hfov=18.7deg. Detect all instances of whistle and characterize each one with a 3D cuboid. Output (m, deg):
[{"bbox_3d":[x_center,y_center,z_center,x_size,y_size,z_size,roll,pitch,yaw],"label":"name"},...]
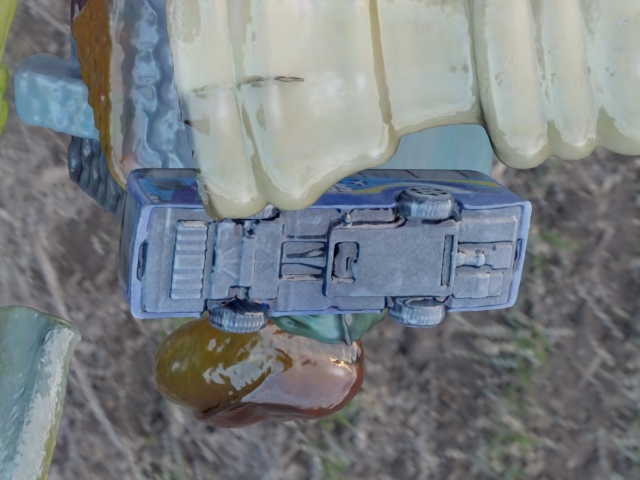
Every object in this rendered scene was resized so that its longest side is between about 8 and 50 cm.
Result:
[{"bbox_3d":[-0.199,0.196,1.113,0.057,0.068,0.326,11,68,-1],"label":"whistle"}]

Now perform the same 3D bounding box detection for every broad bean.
[{"bbox_3d":[-0.064,0.128,1.998,0.156,0.228,0.122,30,60,-50],"label":"broad bean"}]

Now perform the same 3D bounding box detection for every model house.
[{"bbox_3d":[-0.068,-0.161,1.325,0.297,0.339,0.360,-38,138,-54],"label":"model house"}]

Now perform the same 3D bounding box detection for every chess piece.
[{"bbox_3d":[0.091,-0.099,0.900,0.307,0.139,0.124,-6,135,11],"label":"chess piece"}]

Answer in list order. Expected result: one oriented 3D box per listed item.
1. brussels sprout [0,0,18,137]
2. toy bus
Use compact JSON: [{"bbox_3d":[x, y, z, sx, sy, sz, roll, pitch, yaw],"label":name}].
[{"bbox_3d":[-0.268,-0.091,1.029,0.223,0.223,0.161,-9,127,-25],"label":"brussels sprout"},{"bbox_3d":[-0.001,0.002,1.100,0.236,0.094,0.079,0,104,-22],"label":"toy bus"}]
